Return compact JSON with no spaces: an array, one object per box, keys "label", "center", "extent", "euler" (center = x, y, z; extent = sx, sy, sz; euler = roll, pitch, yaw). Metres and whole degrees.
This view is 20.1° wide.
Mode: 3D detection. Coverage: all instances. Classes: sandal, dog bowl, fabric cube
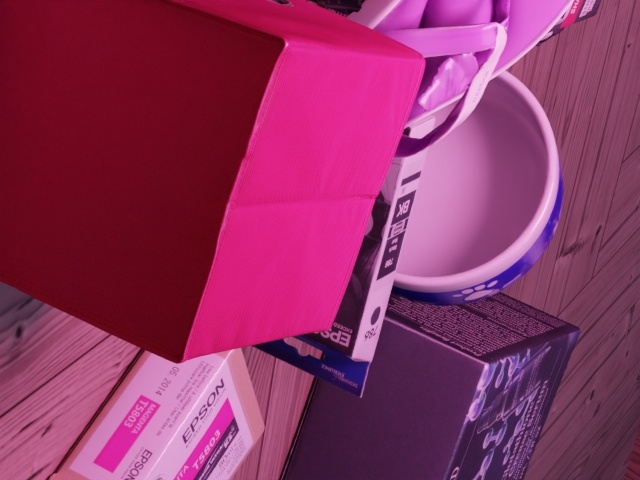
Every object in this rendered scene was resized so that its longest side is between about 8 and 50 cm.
[{"label":"sandal","center":[0.073,-0.133,1.579],"extent":[0.416,0.102,0.169],"euler":[-35,141,11]},{"label":"dog bowl","center":[0.132,-0.065,1.983],"extent":[0.265,0.265,0.104],"euler":[-63,161,-9]},{"label":"fabric cube","center":[-0.111,-0.077,1.421],"extent":[0.258,0.254,0.259],"euler":[-5,117,-64]}]

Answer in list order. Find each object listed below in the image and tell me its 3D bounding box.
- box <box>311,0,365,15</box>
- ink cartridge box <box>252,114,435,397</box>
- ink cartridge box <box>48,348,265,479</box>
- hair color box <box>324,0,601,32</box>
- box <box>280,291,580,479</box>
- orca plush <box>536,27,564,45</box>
[{"label":"box","center":[0.054,-0.289,1.649],"extent":[0.108,0.207,0.153],"euler":[-51,154,-35]},{"label":"ink cartridge box","center":[0.000,0.000,1.876],"extent":[0.065,0.165,0.333],"euler":[-30,137,-57]},{"label":"ink cartridge box","center":[-0.161,0.218,1.825],"extent":[0.235,0.088,0.193],"euler":[-55,157,-24]},{"label":"hair color box","center":[0.178,-0.300,1.915],"extent":[0.374,0.113,0.185],"euler":[-23,144,-42]},{"label":"box","center":[0.149,0.227,2.392],"extent":[0.395,0.212,0.294],"euler":[-10,121,-64]},{"label":"orca plush","center":[0.277,-0.342,2.272],"extent":[0.287,0.151,0.102],"euler":[33,50,-65]}]
